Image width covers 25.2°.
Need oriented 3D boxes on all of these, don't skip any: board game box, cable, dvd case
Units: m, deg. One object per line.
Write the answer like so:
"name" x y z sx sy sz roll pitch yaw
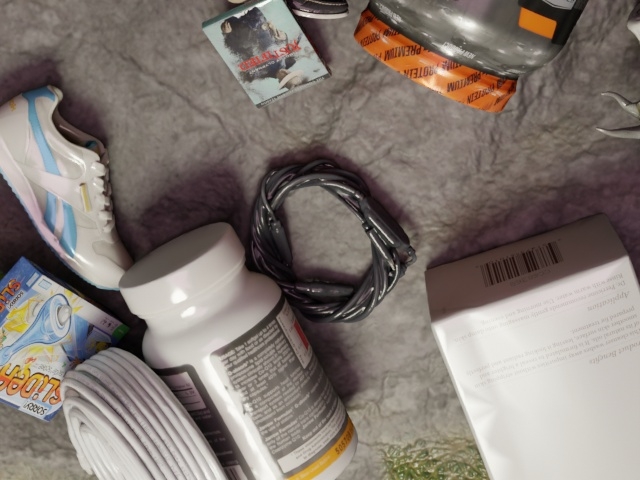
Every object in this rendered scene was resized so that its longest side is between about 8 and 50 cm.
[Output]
"board game box" -0.290 0.105 1.458 0.035 0.201 0.136 40 88 25
"cable" -0.173 0.232 1.475 0.089 0.257 0.257 -33 141 -20
"dvd case" -0.052 -0.190 1.428 0.087 0.013 0.119 -21 135 14
"cable" 0.000 0.000 1.509 0.150 0.047 0.184 -41 104 19

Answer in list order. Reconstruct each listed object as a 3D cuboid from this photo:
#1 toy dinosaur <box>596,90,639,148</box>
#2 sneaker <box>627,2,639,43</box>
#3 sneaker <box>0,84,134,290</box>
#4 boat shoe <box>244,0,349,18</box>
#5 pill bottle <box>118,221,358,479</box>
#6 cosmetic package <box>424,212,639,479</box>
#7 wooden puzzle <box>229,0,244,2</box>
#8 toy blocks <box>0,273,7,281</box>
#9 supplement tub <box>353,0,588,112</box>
"toy dinosaur" 0.410 -0.039 1.458 0.160 0.121 0.314 -5 122 34
"sneaker" 0.427 -0.219 1.410 0.232 0.090 0.115 -20 113 17
"sneaker" -0.252 -0.050 1.473 0.092 0.087 0.229 -30 107 8
"boat shoe" -0.031 -0.250 1.425 0.125 0.046 0.038 13 113 6
"pill bottle" -0.087 0.132 1.488 0.162 0.162 0.278 -24 106 9
"cosmetic package" 0.272 0.193 1.505 0.217 0.156 0.385 -18 108 7
"wooden puzzle" -0.050 -0.379 1.362 0.238 0.044 0.221 -34 98 6
"toy blocks" -0.504 0.145 1.510 0.381 0.191 0.261 -1 120 -3
"supplement tub" 0.175 -0.303 1.317 0.207 0.207 0.338 25 108 -7
